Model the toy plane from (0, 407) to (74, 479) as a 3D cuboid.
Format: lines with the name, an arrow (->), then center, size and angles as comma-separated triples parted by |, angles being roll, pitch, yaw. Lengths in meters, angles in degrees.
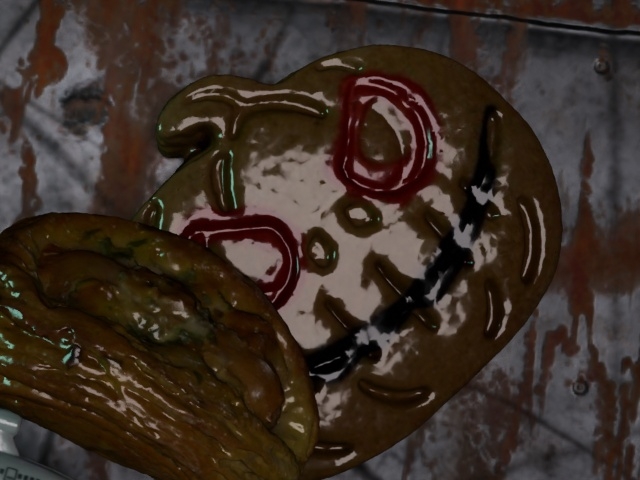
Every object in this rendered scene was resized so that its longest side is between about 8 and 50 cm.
toy plane -> -0.275, 0.166, 1.243 | 0.255, 0.101, 0.251 | 18, 83, -11

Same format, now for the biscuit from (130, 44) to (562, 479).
biscuit -> 0.000, 0.000, 1.319 | 0.367, 0.063, 0.314 | -41, 94, -9

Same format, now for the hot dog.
hot dog -> -0.122, 0.083, 1.194 | 0.272, 0.196, 0.122 | 26, 122, -1
